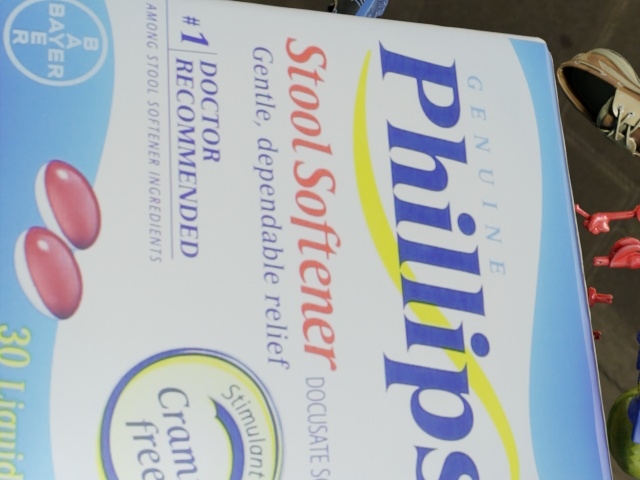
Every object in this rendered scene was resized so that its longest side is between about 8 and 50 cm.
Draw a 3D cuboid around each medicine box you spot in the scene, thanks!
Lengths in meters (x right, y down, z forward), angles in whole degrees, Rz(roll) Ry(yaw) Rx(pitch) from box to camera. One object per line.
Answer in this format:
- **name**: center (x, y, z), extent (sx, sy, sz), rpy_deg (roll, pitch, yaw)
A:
- **medicine box**: center (-0.028, 0.032, 0.477), extent (0.149, 0.289, 0.263), rpy_deg (138, 130, -65)

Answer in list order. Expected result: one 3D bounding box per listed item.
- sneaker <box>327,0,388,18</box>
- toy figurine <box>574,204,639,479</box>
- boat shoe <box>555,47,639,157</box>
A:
- **sneaker**: center (0.072, -0.473, 1.923), extent (0.091, 0.232, 0.081), rpy_deg (17, 135, 14)
- **toy figurine**: center (0.333, 0.159, 1.017), extent (0.191, 0.217, 0.362), rpy_deg (7, 117, 8)
- **boat shoe**: center (0.527, -0.211, 1.656), extent (0.324, 0.120, 0.122), rpy_deg (52, 140, 36)
